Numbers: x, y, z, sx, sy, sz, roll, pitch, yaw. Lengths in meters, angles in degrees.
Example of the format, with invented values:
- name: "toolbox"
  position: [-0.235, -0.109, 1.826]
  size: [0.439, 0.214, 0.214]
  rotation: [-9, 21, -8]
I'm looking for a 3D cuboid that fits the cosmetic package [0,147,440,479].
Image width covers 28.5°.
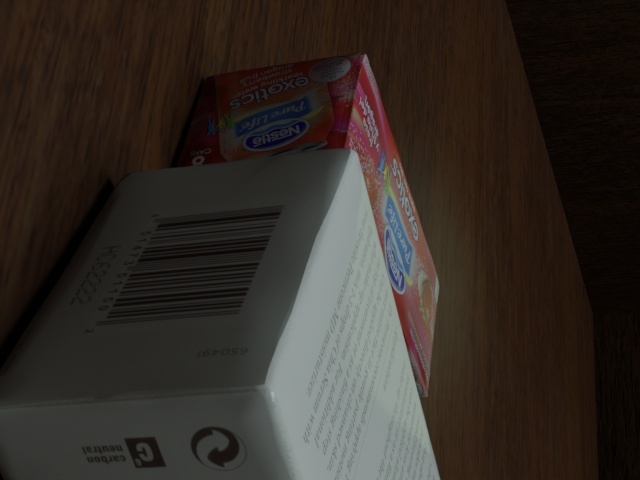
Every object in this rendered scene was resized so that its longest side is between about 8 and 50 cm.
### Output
- name: "cosmetic package"
  position: [-0.021, 0.198, 0.777]
  size: [0.230, 0.161, 0.453]
  rotation: [-69, 149, -55]

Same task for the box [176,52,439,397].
- name: "box"
  position: [0.000, 0.000, 0.957]
  size: [0.123, 0.128, 0.257]
  rotation: [-78, 156, -44]
